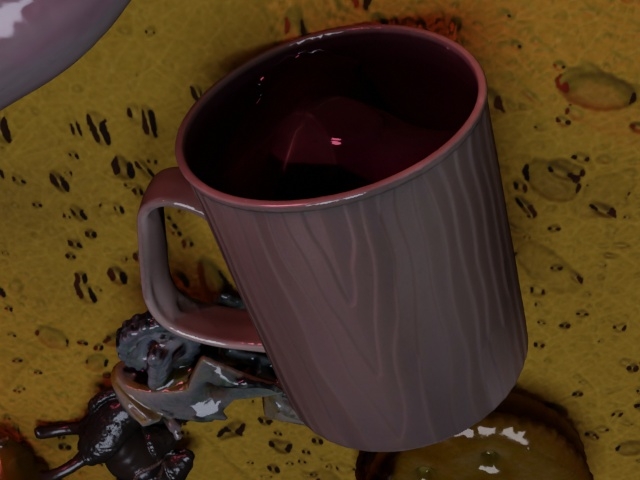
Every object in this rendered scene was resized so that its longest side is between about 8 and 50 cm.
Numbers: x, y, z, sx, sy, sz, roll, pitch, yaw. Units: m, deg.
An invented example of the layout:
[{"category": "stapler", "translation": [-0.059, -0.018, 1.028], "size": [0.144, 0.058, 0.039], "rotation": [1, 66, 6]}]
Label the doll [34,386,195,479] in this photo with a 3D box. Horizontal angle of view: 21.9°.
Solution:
[{"category": "doll", "translation": [-0.171, 0.189, 1.499], "size": [0.165, 0.057, 0.139], "rotation": [-30, 120, 18]}]

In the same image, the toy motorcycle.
[{"category": "toy motorcycle", "translation": [-0.083, 0.117, 1.419], "size": [0.229, 0.094, 0.130], "rotation": [17, 132, -29]}]

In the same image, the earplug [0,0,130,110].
[{"category": "earplug", "translation": [-0.254, -0.151, 1.161], "size": [0.301, 0.172, 0.172], "rotation": [-25, 125, 14]}]

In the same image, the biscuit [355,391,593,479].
[{"category": "biscuit", "translation": [0.141, 0.225, 1.511], "size": [0.220, 0.066, 0.220], "rotation": [1, 129, 1]}]

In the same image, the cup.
[{"category": "cup", "translation": [0.006, 0.010, 1.237], "size": [0.288, 0.208, 0.273], "rotation": [-22, 129, -4]}]

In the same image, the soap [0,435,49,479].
[{"category": "soap", "translation": [-0.360, 0.362, 1.579], "size": [0.335, 0.156, 0.293], "rotation": [-23, 128, 19]}]
